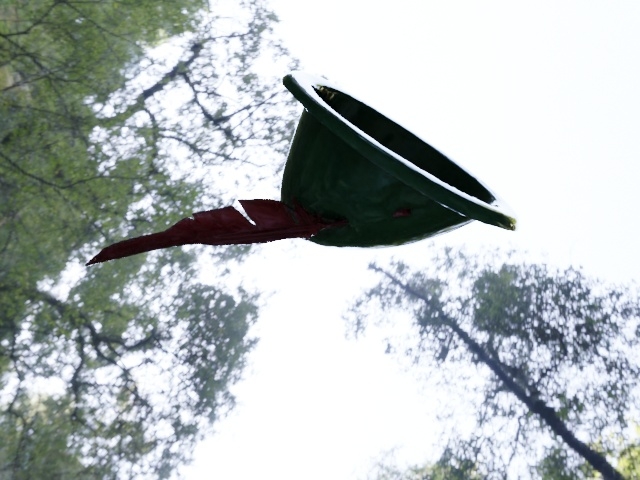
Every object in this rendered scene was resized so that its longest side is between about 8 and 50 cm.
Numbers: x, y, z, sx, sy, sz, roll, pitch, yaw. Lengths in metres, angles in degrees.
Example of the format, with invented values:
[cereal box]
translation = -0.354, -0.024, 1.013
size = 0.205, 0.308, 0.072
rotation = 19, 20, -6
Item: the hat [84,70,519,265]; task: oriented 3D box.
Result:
[hat]
translation = 0.000, 0.000, 0.467
size = 0.208, 0.173, 0.183
rotation = 39, -71, 19
